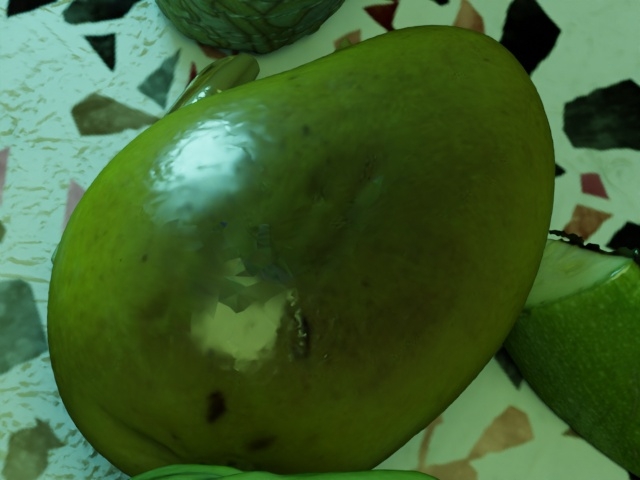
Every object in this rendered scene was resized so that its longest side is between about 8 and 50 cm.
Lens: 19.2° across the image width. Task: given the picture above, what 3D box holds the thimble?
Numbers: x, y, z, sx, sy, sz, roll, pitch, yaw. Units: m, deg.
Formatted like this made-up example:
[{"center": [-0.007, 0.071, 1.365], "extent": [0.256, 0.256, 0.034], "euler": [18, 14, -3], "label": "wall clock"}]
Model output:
[{"center": [-0.034, -0.232, 1.470], "extent": [0.190, 0.143, 0.137], "euler": [-18, 76, -17], "label": "thimble"}]

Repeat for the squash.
[{"center": [0.226, 0.114, 1.482], "extent": [0.093, 0.169, 0.252], "euler": [-45, 120, -19], "label": "squash"}]

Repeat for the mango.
[{"center": [0.000, 0.000, 1.370], "extent": [0.301, 0.220, 0.445], "euler": [34, 57, 13], "label": "mango"}]

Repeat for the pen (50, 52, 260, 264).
[{"center": [-0.128, -0.064, 1.454], "extent": [0.040, 0.032, 0.233], "euler": [42, 68, 0], "label": "pen"}]

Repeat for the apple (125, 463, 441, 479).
[{"center": [-0.018, 0.345, 1.118], "extent": [0.473, 0.473, 0.474], "euler": [4, 71, -11], "label": "apple"}]
